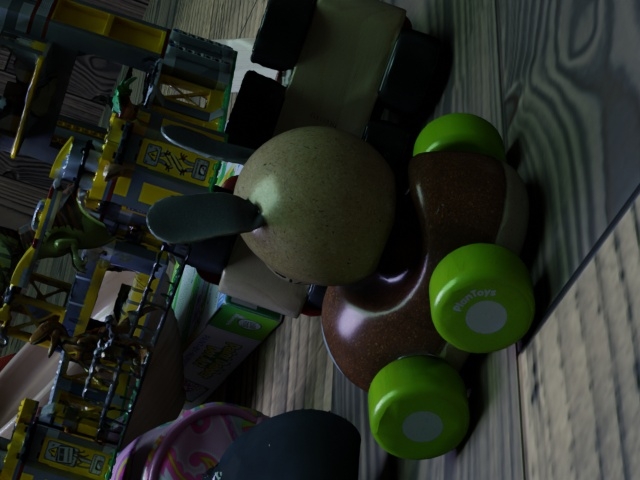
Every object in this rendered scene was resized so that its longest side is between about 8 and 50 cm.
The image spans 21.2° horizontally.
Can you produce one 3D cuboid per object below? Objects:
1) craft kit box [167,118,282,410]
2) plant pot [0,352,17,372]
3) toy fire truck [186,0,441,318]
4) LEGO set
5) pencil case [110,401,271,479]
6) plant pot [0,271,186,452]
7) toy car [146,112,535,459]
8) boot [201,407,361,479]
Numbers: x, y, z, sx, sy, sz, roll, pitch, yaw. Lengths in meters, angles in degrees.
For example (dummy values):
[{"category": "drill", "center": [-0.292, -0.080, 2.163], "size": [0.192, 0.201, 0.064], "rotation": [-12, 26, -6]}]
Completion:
[{"category": "craft kit box", "center": [-0.073, -0.006, 1.474], "size": [0.246, 0.061, 0.250], "rotation": [138, 148, -59]}, {"category": "plant pot", "center": [-0.323, 0.303, 1.557], "size": [0.267, 0.236, 0.267], "rotation": [-20, -38, -55]}, {"category": "toy fire truck", "center": [-0.027, -0.073, 1.221], "size": [0.246, 0.158, 0.217], "rotation": [-97, 26, -86]}, {"category": "LEGO set", "center": [-0.184, -0.005, 1.059], "size": [0.255, 0.192, 0.331], "rotation": [-83, 13, -52]}, {"category": "pencil case", "center": [-0.095, 0.183, 1.177], "size": [0.284, 0.124, 0.124], "rotation": [143, 143, -69]}, {"category": "plant pot", "center": [-0.188, 0.130, 1.386], "size": [0.237, 0.110, 0.237], "rotation": [-42, 14, 13]}, {"category": "toy car", "center": [0.000, 0.000, 0.887], "size": [0.155, 0.188, 0.149], "rotation": [-92, 24, -56]}, {"category": "boot", "center": [-0.044, 0.234, 0.949], "size": [0.246, 0.094, 0.207], "rotation": [-56, 23, 29]}]
